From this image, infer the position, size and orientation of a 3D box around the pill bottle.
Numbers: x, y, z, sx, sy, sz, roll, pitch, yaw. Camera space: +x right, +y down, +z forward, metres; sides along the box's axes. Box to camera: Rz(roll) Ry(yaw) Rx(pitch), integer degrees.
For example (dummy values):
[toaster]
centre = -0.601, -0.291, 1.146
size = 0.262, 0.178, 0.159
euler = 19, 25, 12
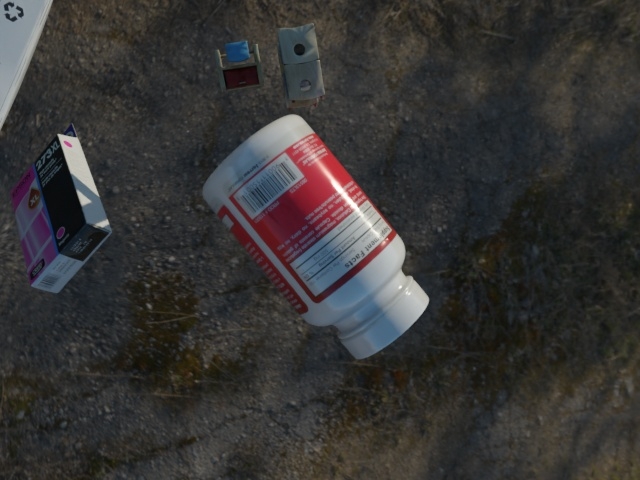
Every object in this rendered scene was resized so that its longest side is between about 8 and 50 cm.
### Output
[pill bottle]
centre = 0.000, 0.000, 1.015
size = 0.229, 0.229, 0.408
euler = -40, 92, -25

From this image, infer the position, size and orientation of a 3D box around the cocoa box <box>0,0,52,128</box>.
[cocoa box]
centre = -0.492, -0.257, 0.596
size = 0.347, 0.228, 0.232
euler = 24, 92, -31

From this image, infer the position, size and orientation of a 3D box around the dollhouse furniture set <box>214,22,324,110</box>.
[dollhouse furniture set]
centre = -0.097, -0.307, 1.056
size = 0.183, 0.129, 0.129
euler = -10, 97, -4

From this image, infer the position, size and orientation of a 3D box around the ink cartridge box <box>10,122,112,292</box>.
[ink cartridge box]
centre = -0.539, -0.086, 1.154
size = 0.176, 0.371, 0.069
euler = -44, 141, 13
